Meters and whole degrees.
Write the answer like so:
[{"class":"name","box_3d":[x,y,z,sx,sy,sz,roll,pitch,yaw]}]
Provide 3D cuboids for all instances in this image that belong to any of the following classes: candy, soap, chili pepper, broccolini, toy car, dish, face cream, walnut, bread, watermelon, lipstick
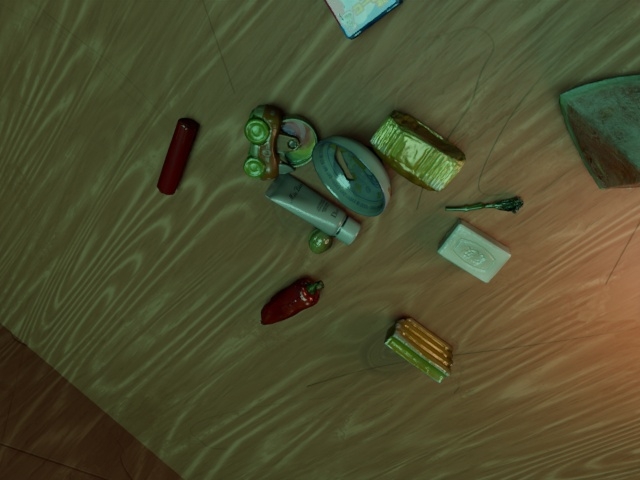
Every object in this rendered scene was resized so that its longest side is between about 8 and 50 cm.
[{"class":"candy","box_3d":[0.061,-0.684,1.178,0.157,0.100,0.305,-28,106,29]},{"class":"soap","box_3d":[0.335,0.358,1.598,0.232,0.140,0.073,36,121,-2]},{"class":"chili pepper","box_3d":[-0.107,0.223,1.700,0.388,0.110,0.110,-36,101,35]},{"class":"broccolini","box_3d":[0.477,-0.103,1.382,0.218,0.044,0.042,2,132,23]},{"class":"toy car","box_3d":[-0.117,-0.290,1.429,0.235,0.145,0.235,0,120,0]},{"class":"dish","box_3d":[0.117,-0.213,1.380,0.273,0.134,0.273,37,157,19]},{"class":"face cream","box_3d":[-0.019,-0.098,1.498,0.314,0.143,0.089,31,138,-6]},{"class":"walnut","box_3d":[0.000,0.000,1.557,0.092,0.092,0.092,8,118,14]},{"class":"bread","box_3d":[0.261,-0.242,1.294,0.250,0.179,0.133,33,117,3]},{"class":"watermelon","box_3d":[0.700,-0.232,1.128,0.250,0.293,0.283,16,126,44]},{"class":"soap","box_3d":[0.464,0.031,1.434,0.183,0.064,0.121,31,119,0]},{"class":"lipstick","box_3d":[-0.481,-0.279,1.579,0.073,0.073,0.279,32,122,0]}]
